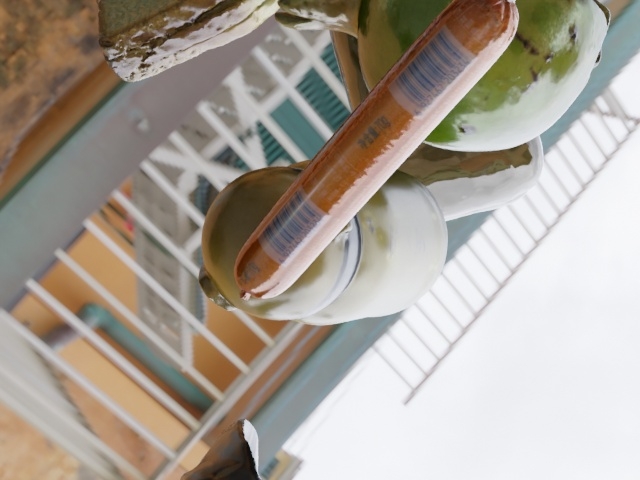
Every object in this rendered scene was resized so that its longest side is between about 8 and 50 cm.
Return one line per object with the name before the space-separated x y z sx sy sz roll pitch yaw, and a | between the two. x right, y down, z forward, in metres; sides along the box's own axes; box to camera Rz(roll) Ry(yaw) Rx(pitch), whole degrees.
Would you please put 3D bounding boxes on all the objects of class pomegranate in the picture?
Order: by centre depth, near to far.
pomegranate | 0.125 -0.216 1.276 0.358 0.216 0.310 10 -154 6

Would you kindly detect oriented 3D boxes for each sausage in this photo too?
sausage | 0.031 -0.063 0.868 0.348 0.053 0.053 -48 -155 33

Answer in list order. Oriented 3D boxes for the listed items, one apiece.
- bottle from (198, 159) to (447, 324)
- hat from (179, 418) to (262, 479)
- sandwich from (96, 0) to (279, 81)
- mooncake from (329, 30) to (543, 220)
bottle | 0.000 0.000 1.168 0.171 0.351 0.172 0 -90 22
hat | -0.125 0.396 1.140 0.381 0.257 0.366 -41 -130 10
sandwich | -0.194 -0.357 1.553 0.254 0.100 0.288 -30 -132 3
mooncake | 0.172 -0.247 1.859 0.262 0.467 0.467 -19 -145 4
